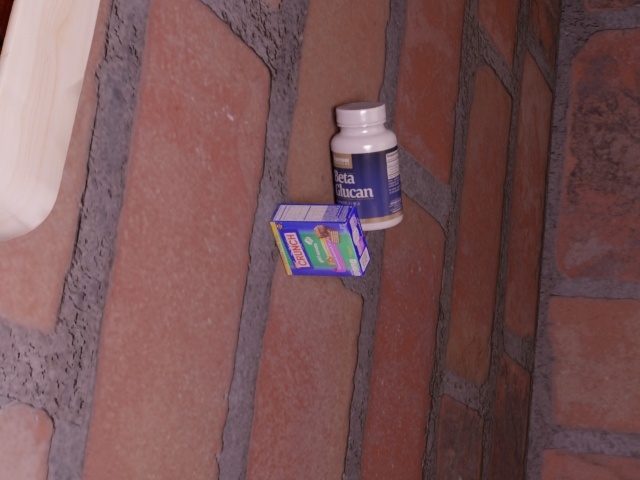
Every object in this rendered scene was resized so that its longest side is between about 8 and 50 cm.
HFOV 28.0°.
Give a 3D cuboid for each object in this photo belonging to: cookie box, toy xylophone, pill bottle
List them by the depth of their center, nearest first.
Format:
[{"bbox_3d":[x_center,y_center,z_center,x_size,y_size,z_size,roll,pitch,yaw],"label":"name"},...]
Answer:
[{"bbox_3d":[-0.263,-0.162,1.022,0.236,0.081,0.323,62,35,-59],"label":"toy xylophone"},{"bbox_3d":[0.000,0.000,1.632,0.040,0.107,0.092,-63,145,-44],"label":"cookie box"},{"bbox_3d":[0.063,-0.105,1.792,0.094,0.094,0.169,-36,123,-62],"label":"pill bottle"}]
